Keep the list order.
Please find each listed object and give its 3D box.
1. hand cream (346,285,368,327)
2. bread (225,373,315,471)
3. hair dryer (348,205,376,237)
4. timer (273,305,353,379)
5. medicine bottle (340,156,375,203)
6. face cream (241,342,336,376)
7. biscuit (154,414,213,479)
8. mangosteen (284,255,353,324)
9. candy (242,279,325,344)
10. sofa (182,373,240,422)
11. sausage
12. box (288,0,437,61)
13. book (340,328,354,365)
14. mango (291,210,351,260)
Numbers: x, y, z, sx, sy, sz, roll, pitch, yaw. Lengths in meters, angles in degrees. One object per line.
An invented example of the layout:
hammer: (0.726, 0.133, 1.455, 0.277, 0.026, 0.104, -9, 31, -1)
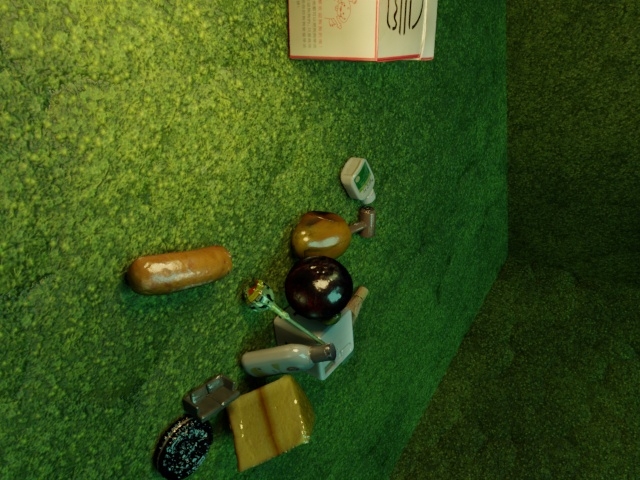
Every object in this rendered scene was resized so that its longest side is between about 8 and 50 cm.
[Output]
hand cream: (0.135, 0.262, 1.978, 0.203, 0.084, 0.083, -54, 142, -37)
bread: (-0.118, 0.622, 1.594, 0.234, 0.244, 0.361, -26, 141, 1)
hair dryer: (0.142, -0.054, 1.855, 0.182, 0.064, 0.117, -24, 123, -42)
timer: (-0.020, 0.322, 1.671, 0.192, 0.195, 0.194, -36, 133, -41)
medicine bottle: (0.142, -0.209, 1.774, 0.119, 0.070, 0.183, -61, 146, -20)
face cream: (-0.093, 0.367, 1.519, 0.144, 0.292, 0.070, 52, 30, -51)
biscuit: (-0.388, 0.590, 1.400, 0.195, 0.053, 0.194, -29, 128, -46)
mangosteen: (-0.006, 0.154, 1.514, 0.216, 0.216, 0.215, -28, 126, -46)
candy: (-0.103, 0.225, 1.485, 0.306, 0.083, 0.091, 37, 40, -13)
sofa: (-0.312, 0.448, 1.415, 0.147, 0.085, 0.060, -24, 126, -47)
sausage: (-0.337, 0.074, 1.199, 0.271, 0.109, 0.108, -10, 113, -50)
box: (0.114, -0.647, 1.323, 0.300, 0.312, 0.314, -26, 124, -45)
book: (0.110, 0.451, 2.069, 0.103, 0.017, 0.134, -30, 129, -48)
mango: (0.000, 0.000, 1.610, 0.236, 0.136, 0.166, 0, 111, -46)
